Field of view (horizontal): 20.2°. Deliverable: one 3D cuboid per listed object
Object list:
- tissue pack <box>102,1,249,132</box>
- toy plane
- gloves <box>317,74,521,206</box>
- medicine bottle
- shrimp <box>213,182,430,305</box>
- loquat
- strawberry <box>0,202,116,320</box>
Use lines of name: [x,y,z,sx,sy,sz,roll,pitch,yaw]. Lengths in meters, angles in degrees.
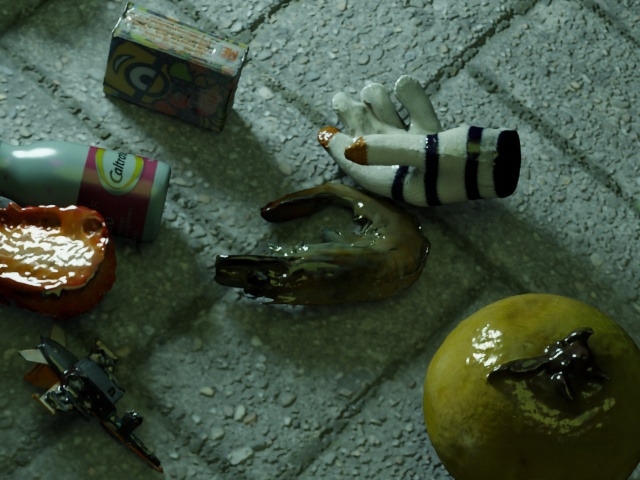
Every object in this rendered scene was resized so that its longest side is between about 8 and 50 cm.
tissue pack: [-0.164,-0.194,2.025,0.148,0.108,0.060,19,54,0]
toy plane: [-0.222,0.161,1.828,0.188,0.062,0.135,37,33,7]
gloves: [0.107,-0.099,2.033,0.219,0.131,0.140,1,41,21]
medicine bottle: [-0.274,-0.062,1.932,0.217,0.090,0.090,12,58,-5]
shrimp: [0.000,-0.001,1.983,0.253,0.058,0.173,1,52,-16]
loquat: [0.224,0.166,1.826,0.244,0.244,0.244,6,59,-9]
strawberry: [-0.299,0.018,1.888,0.188,0.082,0.121,15,63,17]
